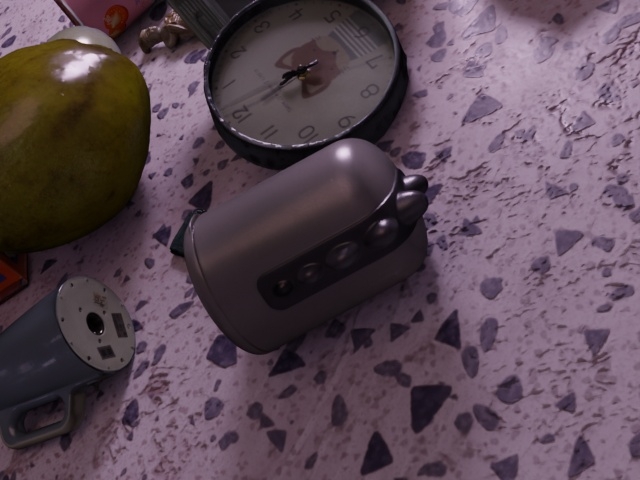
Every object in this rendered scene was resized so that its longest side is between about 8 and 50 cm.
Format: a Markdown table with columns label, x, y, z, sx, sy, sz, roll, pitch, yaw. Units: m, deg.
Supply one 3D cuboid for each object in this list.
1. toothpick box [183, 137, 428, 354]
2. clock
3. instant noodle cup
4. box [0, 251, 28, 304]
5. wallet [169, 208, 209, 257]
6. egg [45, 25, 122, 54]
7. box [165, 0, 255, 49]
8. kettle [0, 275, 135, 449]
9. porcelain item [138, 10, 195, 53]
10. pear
| label | x | y | z | sx | sy | sz | roll | pitch | yaw |
| --- | --- | --- | --- | --- | --- | --- | --- | --- | --- |
| toothpick box | 0.000 | 0.000 | 1.263 | 0.316 | 0.229 | 0.229 | -28 | 44 | 16 |
| clock | -0.025 | -0.260 | 1.521 | 0.325 | 0.067 | 0.325 | -5 | 63 | 10 |
| instant noodle cup | -0.459 | -0.559 | 2.081 | 0.231 | 0.243 | 0.243 | -40 | 41 | -6 |
| box | -0.759 | -0.022 | 1.855 | 0.319 | 0.257 | 0.348 | -32 | 42 | 12 |
| wallet | -0.185 | -0.007 | 1.557 | 0.129 | 0.026 | 0.088 | 16 | 69 | 44 |
| egg | -0.483 | -0.310 | 1.919 | 0.183 | 0.183 | 0.217 | -15 | 40 | 29 |
| box | -0.149 | -0.409 | 1.696 | 0.135 | 0.243 | 0.163 | -46 | 14 | -15 |
| kettle | -0.420 | 0.202 | 1.511 | 0.243 | 0.160 | 0.210 | -31 | 71 | 25 |
| porcelain item | -0.287 | -0.434 | 1.965 | 0.213 | 0.054 | 0.084 | -13 | 49 | 32 |
| pear | -0.471 | -0.161 | 1.686 | 0.413 | 0.352 | 0.352 | -48 | 41 | -11 |
